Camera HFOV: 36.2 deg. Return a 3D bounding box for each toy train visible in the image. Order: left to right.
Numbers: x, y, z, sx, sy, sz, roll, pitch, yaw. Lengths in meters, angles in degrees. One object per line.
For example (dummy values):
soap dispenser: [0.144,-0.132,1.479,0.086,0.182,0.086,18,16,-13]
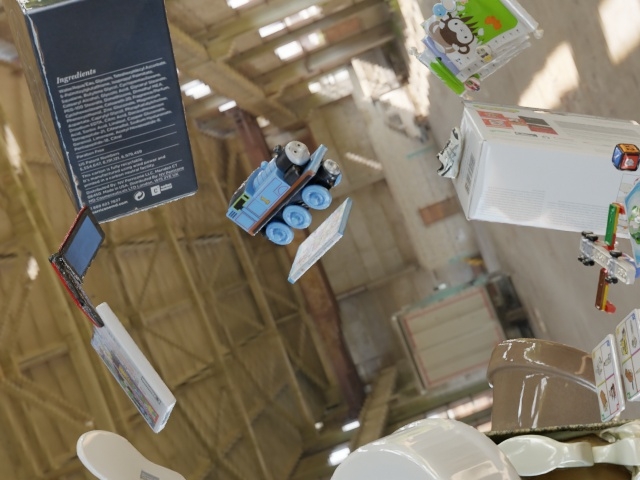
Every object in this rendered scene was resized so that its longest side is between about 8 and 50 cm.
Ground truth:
toy train: [-0.050,-0.069,1.385,0.105,0.184,0.080,36,-136,-13]

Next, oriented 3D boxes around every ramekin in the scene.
ramekin: [0.132,0.386,1.314,0.135,0.277,0.277,-1,-115,-48]

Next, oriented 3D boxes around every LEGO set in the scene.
LEGO set: [0.308,0.034,0.952,0.182,0.060,0.244,105,165,-61]

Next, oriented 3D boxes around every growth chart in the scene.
growth chart: [0.247,-0.332,1.603,0.172,0.237,0.021,34,-125,-11]

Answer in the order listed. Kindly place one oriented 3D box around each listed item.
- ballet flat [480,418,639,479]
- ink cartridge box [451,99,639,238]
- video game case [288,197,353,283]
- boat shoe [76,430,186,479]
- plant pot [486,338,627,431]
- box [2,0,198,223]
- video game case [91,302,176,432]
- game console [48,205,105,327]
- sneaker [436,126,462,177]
ballet flat: [0.416,0.356,1.552,0.182,0.482,0.164,76,-169,-61]
ink cartridge box: [0.374,-0.117,1.546,0.272,0.309,0.130,-88,5,-68]
video game case: [0.000,0.000,1.925,0.015,0.166,0.119,36,-145,-14]
boat shoe: [-0.265,0.318,1.344,0.184,0.063,0.066,33,-131,-34]
plant pot: [0.417,0.343,1.817,0.229,0.263,0.263,-69,-28,-25]
box: [-0.374,-0.279,1.633,0.293,0.211,0.396,-128,25,-46]
video game case: [-0.316,0.216,1.638,0.201,0.023,0.183,51,153,10]
game console: [-0.320,0.041,1.378,0.124,0.085,0.144,54,169,14]
sneaker: [0.201,-0.137,1.536,0.032,0.036,0.083,-86,0,-67]
